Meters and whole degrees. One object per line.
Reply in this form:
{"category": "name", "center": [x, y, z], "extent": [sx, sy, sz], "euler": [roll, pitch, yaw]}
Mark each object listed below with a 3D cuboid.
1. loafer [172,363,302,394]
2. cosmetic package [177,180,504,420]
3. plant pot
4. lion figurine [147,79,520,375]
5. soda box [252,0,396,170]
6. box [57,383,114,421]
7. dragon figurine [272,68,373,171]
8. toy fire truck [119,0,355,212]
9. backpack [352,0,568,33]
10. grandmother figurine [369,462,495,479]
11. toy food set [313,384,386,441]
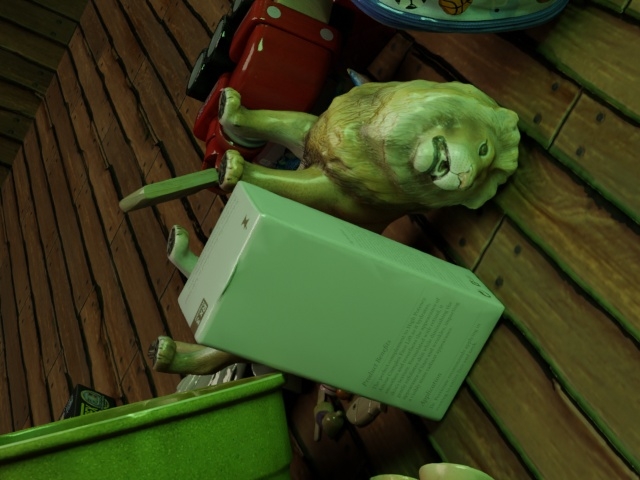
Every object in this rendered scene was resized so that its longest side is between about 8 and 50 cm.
{"category": "loafer", "center": [-0.057, 0.117, 1.323], "extent": [0.111, 0.112, 0.319], "euler": [29, 94, 29]}
{"category": "cosmetic package", "center": [0.017, 0.050, 1.043], "extent": [0.117, 0.231, 0.085], "euler": [-62, 25, 12]}
{"category": "plant pot", "center": [-0.164, 0.315, 1.028], "extent": [0.366, 0.366, 0.353], "euler": [-19, 83, 59]}
{"category": "lion figurine", "center": [0.000, 0.000, 1.179], "extent": [0.392, 0.240, 0.142], "euler": [119, 154, -42]}
{"category": "soda box", "center": [-0.020, -0.200, 1.515], "extent": [0.263, 0.083, 0.092], "euler": [-48, 31, 39]}
{"category": "box", "center": [-0.358, 0.354, 1.741], "extent": [0.270, 0.060, 0.216], "euler": [-61, 15, 15]}
{"category": "dragon figurine", "center": [0.033, -0.089, 1.304], "extent": [0.144, 0.085, 0.289], "euler": [-70, 20, 1]}
{"category": "toy fire truck", "center": [-0.089, -0.128, 1.334], "extent": [0.217, 0.158, 0.246], "euler": [-48, 26, 51]}
{"category": "backpack", "center": [0.110, -0.296, 1.129], "extent": [0.213, 0.277, 0.263], "euler": [93, 169, -48]}
{"category": "grandmother figurine", "center": [0.046, 0.335, 0.912], "extent": [0.208, 0.104, 0.342], "euler": [138, 149, -60]}
{"category": "toy food set", "center": [0.022, 0.141, 1.216], "extent": [0.122, 0.019, 0.078], "euler": [-38, 37, 48]}
